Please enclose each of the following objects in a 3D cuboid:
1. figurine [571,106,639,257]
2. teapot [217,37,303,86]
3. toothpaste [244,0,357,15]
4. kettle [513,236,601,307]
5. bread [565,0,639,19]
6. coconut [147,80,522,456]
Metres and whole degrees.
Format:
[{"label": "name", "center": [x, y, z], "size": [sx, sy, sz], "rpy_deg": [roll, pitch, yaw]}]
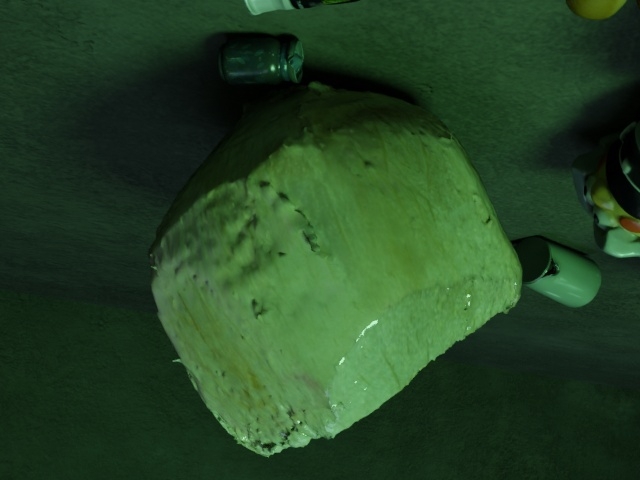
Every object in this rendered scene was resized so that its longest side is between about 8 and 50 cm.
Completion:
[{"label": "figurine", "center": [0.363, -0.065, 0.687], "size": [0.133, 0.176, 0.236], "rpy_deg": [-9, 159, -2]}, {"label": "teapot", "center": [-0.059, -0.179, 0.674], "size": [0.083, 0.049, 0.063], "rpy_deg": [3, 163, 10]}, {"label": "toothpaste", "center": [0.033, -0.220, 0.527], "size": [0.193, 0.045, 0.071], "rpy_deg": [-3, 161, 12]}, {"label": "kettle", "center": [0.416, 0.047, 1.186], "size": [0.148, 0.127, 0.098], "rpy_deg": [20, 127, -31]}, {"label": "bread", "center": [0.233, -0.197, 0.381], "size": [0.311, 0.121, 0.173], "rpy_deg": [4, 165, 7]}, {"label": "coconut", "center": [0.000, 0.000, 0.748], "size": [0.404, 0.405, 0.404], "rpy_deg": [6, 163, 2]}]
